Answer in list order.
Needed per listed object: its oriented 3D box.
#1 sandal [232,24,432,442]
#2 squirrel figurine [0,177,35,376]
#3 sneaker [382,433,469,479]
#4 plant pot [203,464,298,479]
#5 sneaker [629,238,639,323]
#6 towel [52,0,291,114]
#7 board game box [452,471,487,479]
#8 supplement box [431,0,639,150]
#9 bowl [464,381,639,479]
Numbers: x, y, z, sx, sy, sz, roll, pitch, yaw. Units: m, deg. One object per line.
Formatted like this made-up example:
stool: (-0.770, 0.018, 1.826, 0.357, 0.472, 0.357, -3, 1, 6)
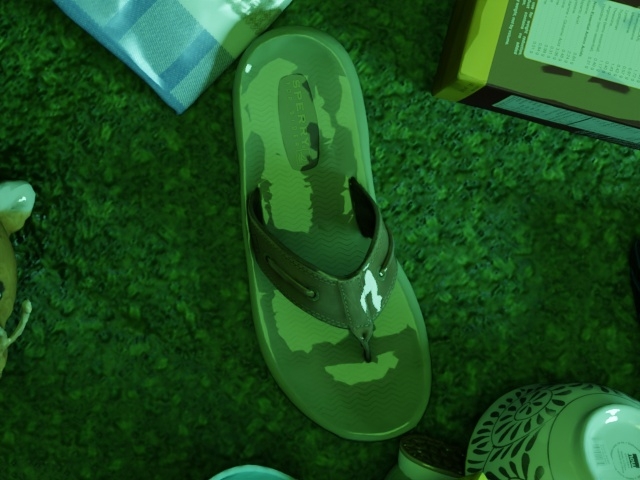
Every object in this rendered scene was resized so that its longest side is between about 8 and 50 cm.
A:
sandal: (-0.002, -0.001, 0.850, 0.120, 0.086, 0.302, -15, 93, -2)
squirrel figurine: (-0.329, -0.064, 0.732, 0.281, 0.370, 0.397, -40, 65, 0)
sneaker: (0.128, 0.213, 0.882, 0.192, 0.064, 0.086, 23, 106, -8)
plant pot: (-0.082, 0.316, 0.786, 0.195, 0.290, 0.290, -27, 93, 23)
sneaker: (0.283, 0.096, 0.870, 0.081, 0.080, 0.211, -11, 93, 0)
towel: (-0.069, -0.250, 0.825, 0.285, 0.034, 0.209, -48, 125, 1)
board game box: (0.116, 0.286, 0.818, 0.124, 0.039, 0.259, -26, 95, 31)
supplement box: (0.200, -0.171, 0.831, 0.194, 0.129, 0.191, 15, 91, -3)
bowl: (0.192, 0.159, 0.827, 0.170, 0.080, 0.170, 10, 56, -15)
